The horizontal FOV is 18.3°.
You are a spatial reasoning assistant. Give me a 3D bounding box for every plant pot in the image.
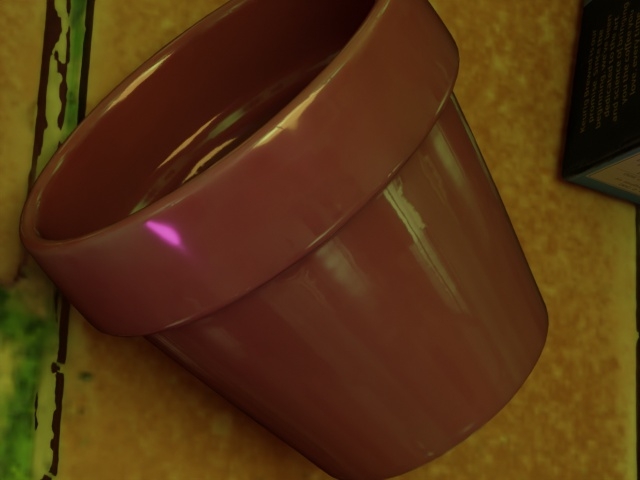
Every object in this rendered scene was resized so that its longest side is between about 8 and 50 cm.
[{"bbox_3d":[0.000,0.000,0.875,0.201,0.201,0.180,-50,115,-26],"label":"plant pot"}]

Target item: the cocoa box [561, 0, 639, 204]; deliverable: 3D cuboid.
[{"bbox_3d":[0.291,-0.182,1.020,0.231,0.228,0.347,17,71,-20],"label":"cocoa box"}]
